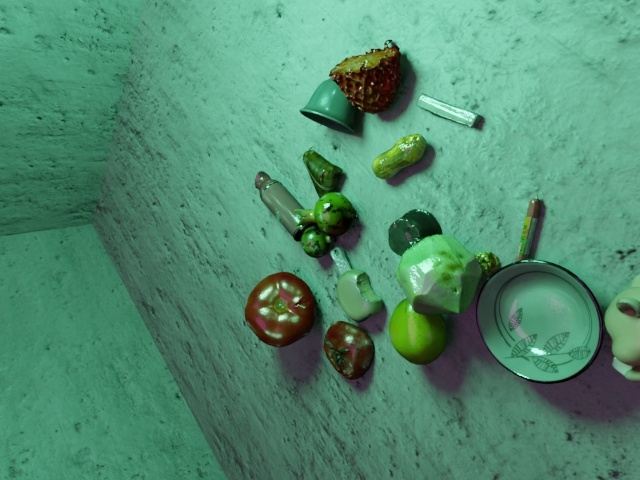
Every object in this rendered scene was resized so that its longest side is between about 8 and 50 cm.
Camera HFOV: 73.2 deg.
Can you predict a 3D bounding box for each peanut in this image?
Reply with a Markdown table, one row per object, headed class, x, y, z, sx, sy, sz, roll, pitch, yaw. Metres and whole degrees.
| class | x | y | z | sx | sy | sz | roll | pitch | yaw |
| --- | --- | --- | --- | --- | --- | --- | --- | --- | --- |
| peanut | 0.244 | -0.259 | 1.338 | 0.206 | 0.087 | 0.087 | -32 | 77 | 45 |

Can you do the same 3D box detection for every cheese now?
| class | x | y | z | sx | sy | sz | roll | pitch | yaw |
| --- | --- | --- | --- | --- | --- | --- | --- | --- | --- |
| cheese | 0.112 | 0.151 | 1.557 | 0.163 | 0.082 | 0.287 | -35 | 75 | 41 |

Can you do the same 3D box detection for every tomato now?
| class | x | y | z | sx | sy | sz | roll | pitch | yaw |
| --- | --- | --- | --- | --- | --- | --- | --- | --- | --- |
| tomato | -0.162 | 0.278 | 1.736 | 0.299 | 0.298 | 0.226 | 63 | 172 | 12 |
| tomato | 0.092 | 0.423 | 1.627 | 0.227 | 0.101 | 0.228 | 15 | 113 | 40 |

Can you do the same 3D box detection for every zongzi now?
| class | x | y | z | sx | sy | sz | roll | pitch | yaw |
| --- | --- | --- | --- | --- | --- | --- | --- | --- | --- |
| zongzi | -0.014 | -0.228 | 1.595 | 0.187 | 0.084 | 0.184 | 45 | 137 | 35 |

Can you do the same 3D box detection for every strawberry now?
| class | x | y | z | sx | sy | sz | roll | pitch | yaw |
| --- | --- | --- | --- | --- | --- | --- | --- | --- | --- |
| strawberry | 0.153 | -0.487 | 1.326 | 0.233 | 0.234 | 0.178 | 12 | 135 | 41 |

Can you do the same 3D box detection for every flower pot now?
| class | x | y | z | sx | sy | sz | roll | pitch | yaw |
| --- | --- | --- | --- | --- | --- | --- | --- | --- | --- |
| flower pot | 0.283 | -0.014 | 1.344 | 0.157 | 0.106 | 0.158 | 13 | 110 | 40 |

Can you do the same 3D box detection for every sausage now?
| class | x | y | z | sx | sy | sz | roll | pitch | yaw |
| --- | --- | --- | --- | --- | --- | --- | --- | --- | --- |
| sausage | 0.551 | -0.011 | 1.147 | 0.029 | 0.029 | 0.223 | 20 | 112 | 38 |

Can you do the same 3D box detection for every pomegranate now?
| class | x | y | z | sx | sy | sz | roll | pitch | yaw |
| --- | --- | --- | --- | --- | --- | --- | --- | --- | --- |
| pomegranate | 0.000 | 0.000 | 1.614 | 0.161 | 0.122 | 0.122 | -19 | 86 | 16 |
| pomegranate | 0.016 | -0.081 | 1.518 | 0.220 | 0.156 | 0.156 | -16 | 88 | 3 |

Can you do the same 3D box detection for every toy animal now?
| class | x | y | z | sx | sy | sz | roll | pitch | yaw |
| --- | --- | --- | --- | --- | --- | --- | --- | --- | --- |
| toy animal | 0.741 | 0.229 | 0.933 | 0.256 | 0.195 | 0.213 | 41 | 134 | 26 |

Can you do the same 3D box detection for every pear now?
| class | x | y | z | sx | sy | sz | roll | pitch | yaw |
| --- | --- | --- | --- | --- | --- | --- | --- | --- | --- |
| pear | 0.299 | 0.268 | 1.340 | 0.187 | 0.187 | 0.220 | -3 | 114 | 43 |

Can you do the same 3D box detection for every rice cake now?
| class | x | y | z | sx | sy | sz | roll | pitch | yaw |
| --- | --- | --- | --- | --- | --- | --- | --- | --- | --- |
| rice cake | 0.361 | -0.375 | 1.237 | 0.206 | 0.036 | 0.047 | 34 | 109 | 33 |

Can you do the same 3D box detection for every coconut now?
| class | x | y | z | sx | sy | sz | roll | pitch | yaw |
| --- | --- | --- | --- | --- | --- | --- | --- | --- | --- |
| coconut | 0.330 | 0.110 | 1.209 | 0.236 | 0.235 | 0.205 | 45 | 139 | 26 |

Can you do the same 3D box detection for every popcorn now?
| class | x | y | z | sx | sy | sz | roll | pitch | yaw |
| --- | --- | --- | --- | --- | --- | --- | --- | --- | --- |
| popcorn | 0.467 | 0.061 | 1.224 | 0.083 | 0.068 | 0.060 | 8 | 119 | 5 |

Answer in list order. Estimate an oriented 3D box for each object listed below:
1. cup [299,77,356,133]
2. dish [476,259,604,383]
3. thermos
| class | x | y | z | sx | sy | sz | roll | pitch | yaw |
| --- | --- | --- | --- | --- | --- | --- | --- | --- | --- |
| cup | 0.047 | -0.460 | 1.429 | 0.199 | 0.199 | 0.150 | 26 | 99 | 36 |
| dish | 0.571 | 0.201 | 1.116 | 0.316 | 0.106 | 0.317 | 8 | 100 | 49 |
| thermos | -0.150 | -0.145 | 1.727 | 0.109 | 0.136 | 0.330 | -45 | 66 | 9 |
